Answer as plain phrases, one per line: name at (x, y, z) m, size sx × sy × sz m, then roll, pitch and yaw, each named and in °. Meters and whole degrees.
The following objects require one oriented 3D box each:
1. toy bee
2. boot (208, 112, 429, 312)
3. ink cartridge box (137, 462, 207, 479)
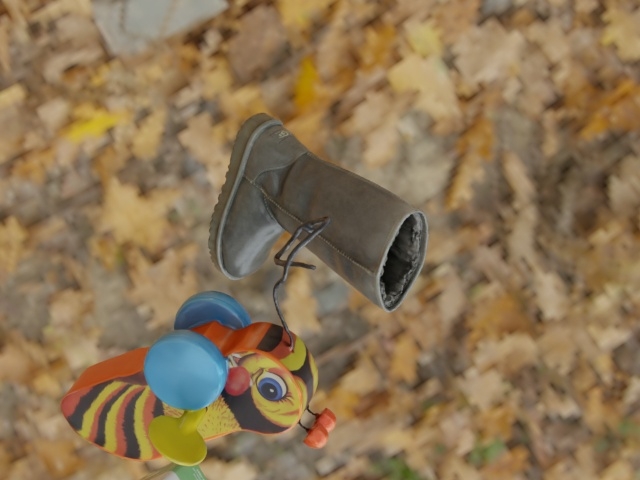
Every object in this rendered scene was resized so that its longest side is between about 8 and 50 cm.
toy bee at (-0.074, 0.127, 1.643) m, size 0.298 × 0.162 × 0.195 m, roll -26°, pitch -165°, yaw 49°
boot at (-0.002, 0.002, 1.742) m, size 0.076 × 0.208 × 0.189 m, roll -30°, pitch 143°, yaw -41°
ink cartridge box at (-0.169, 0.336, 1.980) m, size 0.093 × 0.154 × 0.212 m, roll -28°, pitch -175°, yaw 26°
